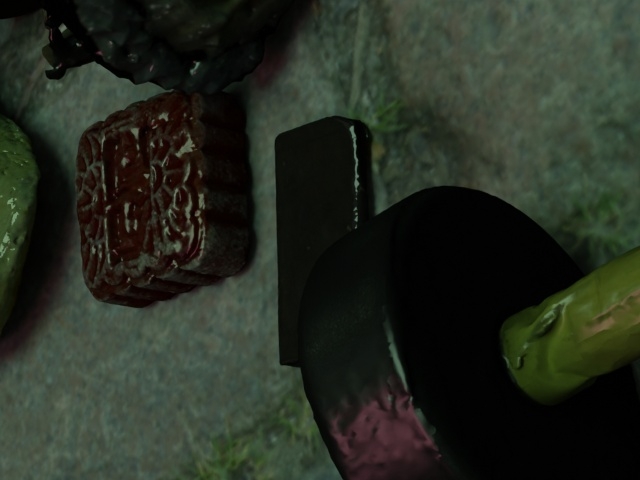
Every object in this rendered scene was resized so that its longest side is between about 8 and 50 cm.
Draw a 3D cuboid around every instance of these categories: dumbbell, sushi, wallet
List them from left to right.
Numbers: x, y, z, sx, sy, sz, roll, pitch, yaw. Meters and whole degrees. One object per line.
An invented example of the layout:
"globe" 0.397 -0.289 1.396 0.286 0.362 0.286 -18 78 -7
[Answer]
"sushi" -0.116 -0.232 1.121 0.238 0.225 0.218 -31 46 -2
"wallet" 0.000 0.000 1.094 0.082 0.018 0.156 -15 71 42
"dumbbell" 0.164 0.020 0.807 0.322 0.204 0.203 -33 61 35

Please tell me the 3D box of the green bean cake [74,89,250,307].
"green bean cake" -0.112 -0.030 1.181 0.136 0.056 0.135 -19 70 40

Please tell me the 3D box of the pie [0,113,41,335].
"pie" -0.298 -0.013 1.333 0.248 0.090 0.201 41 111 45

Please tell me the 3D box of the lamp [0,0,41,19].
"lamp" -0.263 -0.284 1.335 0.121 0.121 0.214 -17 80 41
